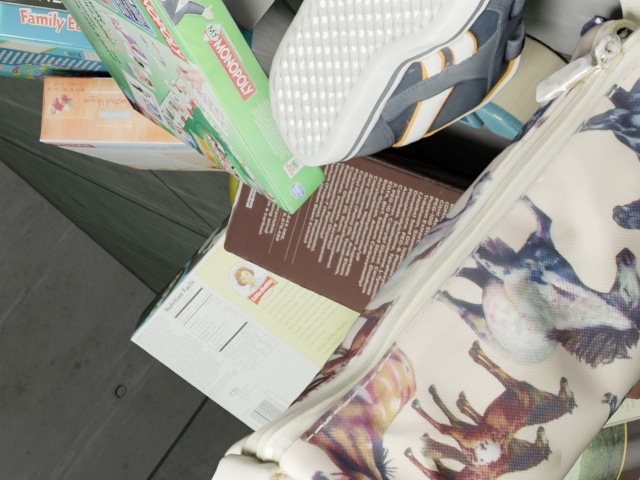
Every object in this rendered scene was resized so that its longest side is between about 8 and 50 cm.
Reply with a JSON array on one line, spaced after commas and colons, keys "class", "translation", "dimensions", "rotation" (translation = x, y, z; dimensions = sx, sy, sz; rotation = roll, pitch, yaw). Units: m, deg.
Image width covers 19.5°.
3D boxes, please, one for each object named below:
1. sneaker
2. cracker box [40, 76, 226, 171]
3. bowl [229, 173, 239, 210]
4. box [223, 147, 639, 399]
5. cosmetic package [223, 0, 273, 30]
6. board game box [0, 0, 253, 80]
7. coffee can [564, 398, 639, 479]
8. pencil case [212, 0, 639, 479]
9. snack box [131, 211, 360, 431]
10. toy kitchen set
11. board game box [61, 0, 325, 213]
[{"class": "sneaker", "translation": [0.073, -0.163, 1.203], "dimensions": [0.126, 0.127, 0.321], "rotation": [67, 152, 16]}, {"class": "cracker box", "translation": [-0.154, -0.112, 1.828], "dimensions": [0.155, 0.067, 0.232], "rotation": [2, 177, 18]}, {"class": "bowl", "translation": [0.000, 0.000, 2.039], "dimensions": [0.289, 0.156, 0.289], "rotation": [35, 169, 8]}, {"class": "box", "translation": [0.107, 0.010, 1.628], "dimensions": [0.191, 0.143, 0.381], "rotation": [12, -174, -40]}, {"class": "cosmetic package", "translation": [-0.109, -0.236, 1.488], "dimensions": [0.127, 0.107, 0.238], "rotation": [41, 172, -20]}, {"class": "board game box", "translation": [-0.251, -0.202, 1.726], "dimensions": [0.336, 0.079, 0.254], "rotation": [7, 176, -15]}, {"class": "coffee can", "translation": [0.168, 0.169, 1.755], "dimensions": [0.201, 0.275, 0.202], "rotation": [31, 126, 56]}, {"class": "pencil case", "translation": [0.115, 0.041, 1.143], "dimensions": [0.183, 0.410, 0.160], "rotation": [48, 163, -26]}, {"class": "snack box", "translation": [-0.026, 0.040, 1.914], "dimensions": [0.187, 0.322, 0.060], "rotation": [38, -155, -12]}, {"class": "toy kitchen set", "translation": [0.111, -0.076, 1.425], "dimensions": [0.207, 0.122, 0.166], "rotation": [25, 165, 48]}, {"class": "board game box", "translation": [-0.131, -0.169, 1.422], "dimensions": [0.213, 0.046, 0.317], "rotation": [33, 163, 38]}]
